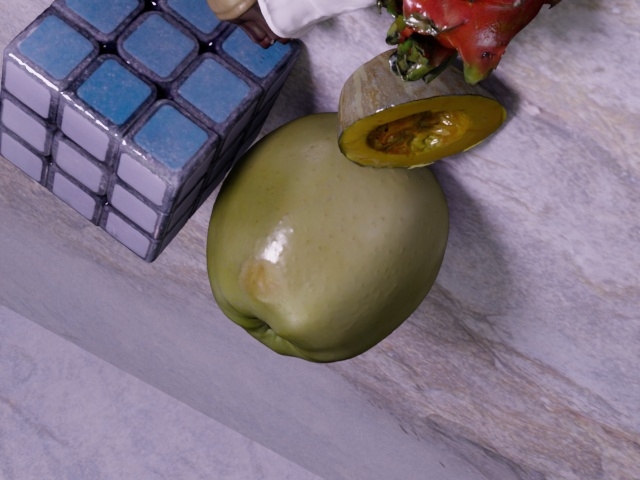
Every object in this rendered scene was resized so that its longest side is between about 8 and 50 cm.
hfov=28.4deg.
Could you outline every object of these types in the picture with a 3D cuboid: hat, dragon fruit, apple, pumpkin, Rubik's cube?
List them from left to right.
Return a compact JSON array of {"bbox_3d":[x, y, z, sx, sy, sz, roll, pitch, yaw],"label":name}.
[{"bbox_3d":[-0.254,-0.201,1.813,0.305,0.301,0.304,35,152,2],"label":"Rubik's cube"},{"bbox_3d":[0.000,0.000,1.814,0.357,0.357,0.357,28,151,17],"label":"apple"},{"bbox_3d":[0.012,-0.332,1.469,0.126,0.203,0.203,2,139,26],"label":"hat"},{"bbox_3d":[0.115,-0.176,1.612,0.217,0.217,0.110,127,129,-63],"label":"pumpkin"},{"bbox_3d":[0.136,-0.269,1.354,0.200,0.198,0.269,11,141,-44],"label":"dragon fruit"}]

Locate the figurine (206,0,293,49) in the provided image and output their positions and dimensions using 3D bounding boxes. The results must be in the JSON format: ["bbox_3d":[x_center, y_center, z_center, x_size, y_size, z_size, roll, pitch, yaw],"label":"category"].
[{"bbox_3d":[-0.161,-0.401,1.588,0.365,0.206,0.218,23,-176,-27],"label":"figurine"}]
